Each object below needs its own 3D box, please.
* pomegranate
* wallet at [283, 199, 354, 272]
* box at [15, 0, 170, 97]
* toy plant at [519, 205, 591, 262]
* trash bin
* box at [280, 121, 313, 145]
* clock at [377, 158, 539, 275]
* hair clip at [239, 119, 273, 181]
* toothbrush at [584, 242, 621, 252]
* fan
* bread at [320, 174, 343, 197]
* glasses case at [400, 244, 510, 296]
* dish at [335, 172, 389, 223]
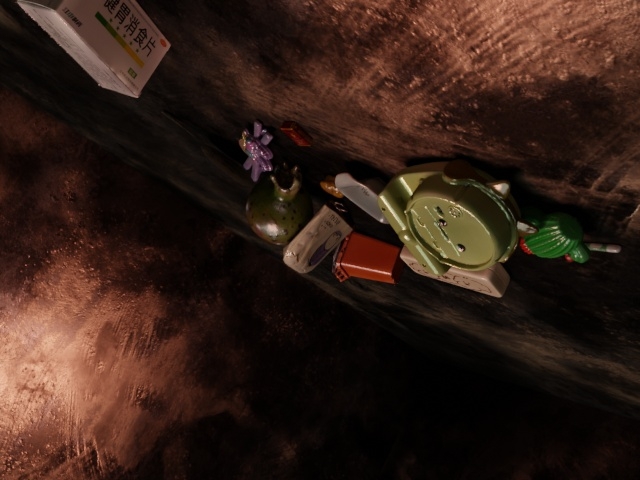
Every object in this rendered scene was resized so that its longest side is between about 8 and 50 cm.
[{"bbox_3d":[-0.133,-0.141,2.056,0.242,0.242,0.306,23,126,25],"label":"pomegranate"},{"bbox_3d":[-0.001,-0.003,2.094,0.068,0.275,0.335,48,-177,20],"label":"wallet"},{"bbox_3d":[-0.527,-0.513,1.468,0.145,0.173,0.333,20,165,27],"label":"box"},{"bbox_3d":[0.505,-0.017,1.409,0.154,0.088,0.240,47,172,-21],"label":"toy plant"},{"bbox_3d":[0.175,0.079,2.267,0.238,0.184,0.161,16,163,25],"label":"trash bin"},{"bbox_3d":[-0.064,-0.289,1.686,0.051,0.023,0.082,12,159,49],"label":"box"},{"bbox_3d":[0.320,-0.049,1.440,0.286,0.117,0.348,52,152,-19],"label":"clock"},{"bbox_3d":[-0.186,-0.258,1.883,0.137,0.090,0.278,51,169,10],"label":"hair clip"},{"bbox_3d":[0.593,0.012,1.472,0.024,0.018,0.257,42,163,-25],"label":"toothbrush"},{"bbox_3d":[-0.381,-0.308,2.139,0.414,0.012,0.233,40,-169,-1],"label":"fan"},{"bbox_3d":[0.041,-0.164,1.894,0.083,0.046,0.081,32,169,-19],"label":"bread"},{"bbox_3d":[0.421,0.082,1.969,0.336,0.076,0.144,16,161,44],"label":"glasses case"},{"bbox_3d":[0.150,-0.131,1.747,0.234,0.064,0.154,34,166,-26],"label":"dish"}]
